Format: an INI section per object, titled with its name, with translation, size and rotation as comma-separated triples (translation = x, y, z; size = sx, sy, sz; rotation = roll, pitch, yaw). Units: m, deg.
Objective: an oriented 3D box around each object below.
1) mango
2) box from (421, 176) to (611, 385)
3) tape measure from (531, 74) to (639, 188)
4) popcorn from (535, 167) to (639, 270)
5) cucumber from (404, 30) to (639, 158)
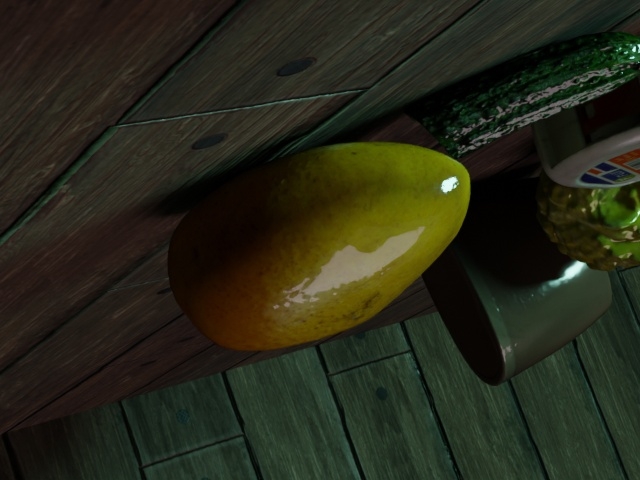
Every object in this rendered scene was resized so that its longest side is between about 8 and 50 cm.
[mango]
translation = 0.000, 0.000, 1.484
size = 0.350, 0.201, 0.199
rotation = -24, 177, 21
[box]
translation = 0.298, 0.054, 2.123
size = 0.216, 0.301, 0.301
rotation = -23, 171, -9
[tape measure]
translation = 0.387, -0.154, 1.642
size = 0.265, 0.130, 0.258
rotation = -19, 169, 26
[popcorn]
translation = 0.431, -0.082, 1.921
size = 0.251, 0.206, 0.237
rotation = -34, 162, -31
[cucumber]
translation = 0.221, -0.159, 1.444
size = 0.265, 0.077, 0.077
rotation = -24, 169, 13
